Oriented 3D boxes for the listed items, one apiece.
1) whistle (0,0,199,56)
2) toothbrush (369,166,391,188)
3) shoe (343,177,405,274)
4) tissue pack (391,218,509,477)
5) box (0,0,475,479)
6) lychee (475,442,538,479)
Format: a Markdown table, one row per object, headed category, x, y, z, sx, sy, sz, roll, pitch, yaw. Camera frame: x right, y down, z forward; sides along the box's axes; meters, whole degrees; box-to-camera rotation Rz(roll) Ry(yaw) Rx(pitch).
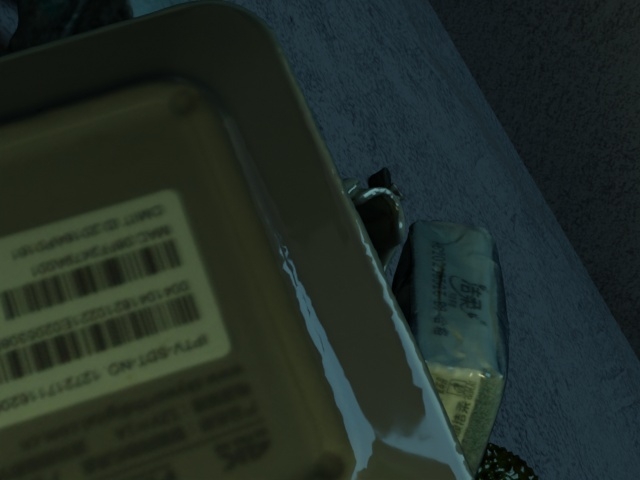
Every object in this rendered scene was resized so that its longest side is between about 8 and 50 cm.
| category | x | y | z | sx | sy | sz | roll | pitch | yaw |
| --- | --- | --- | --- | --- | --- | --- | --- | --- | --- |
| whistle | -0.153 | -0.071 | 1.095 | 0.188 | 0.168 | 0.404 | 25 | 39 | -58 |
| toothbrush | 0.082 | -0.024 | 1.794 | 0.030 | 0.031 | 0.297 | 60 | 19 | -26 |
| shoe | 0.000 | 0.000 | 1.297 | 0.132 | 0.211 | 0.342 | 50 | 22 | -24 |
| tissue pack | 0.092 | 0.169 | 1.178 | 0.103 | 0.315 | 0.228 | 11 | 33 | -4 |
| box | -0.141 | 0.070 | 0.675 | 0.090 | 0.367 | 0.373 | 97 | -28 | -67 |
| lychee | 0.160 | 0.297 | 1.360 | 0.171 | 0.171 | 0.171 | 48 | 23 | -28 |
